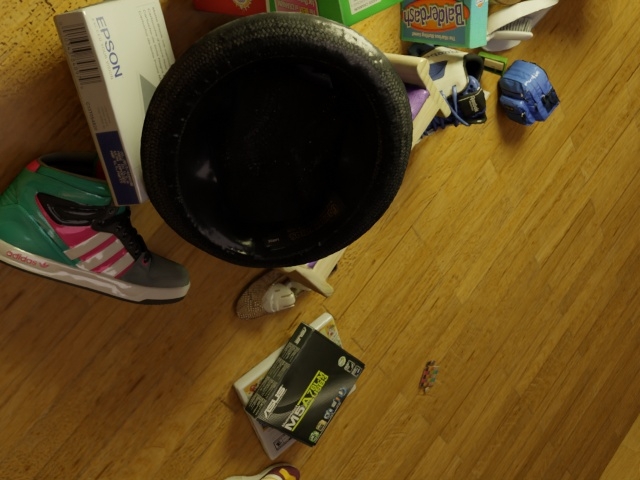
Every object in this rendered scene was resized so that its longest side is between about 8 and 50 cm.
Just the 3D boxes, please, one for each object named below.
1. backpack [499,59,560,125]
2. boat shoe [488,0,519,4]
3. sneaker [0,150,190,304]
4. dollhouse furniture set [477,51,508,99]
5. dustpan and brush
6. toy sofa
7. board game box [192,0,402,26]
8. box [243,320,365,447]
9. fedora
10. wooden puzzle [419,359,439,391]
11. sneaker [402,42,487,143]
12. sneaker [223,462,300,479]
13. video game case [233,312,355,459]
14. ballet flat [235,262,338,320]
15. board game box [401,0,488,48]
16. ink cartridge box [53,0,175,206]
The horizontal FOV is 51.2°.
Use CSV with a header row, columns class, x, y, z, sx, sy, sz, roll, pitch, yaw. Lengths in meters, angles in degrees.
class,x,y,z,sx,sy,sz,roll,pitch,yaw
backpack,0.428,-0.307,1.390,0.101,0.098,0.120,-49,133,-9
boat shoe,0.333,-0.578,1.214,0.105,0.089,0.285,0,107,-14
sneaker,-0.271,-0.031,0.882,0.295,0.124,0.178,22,102,-43
dollhouse furniture set,0.304,-0.295,1.286,0.151,0.058,0.076,-57,160,-29
dustpan and brush,0.335,-0.397,1.276,0.211,0.147,0.060,-5,77,-14
toy sofa,0.015,-0.118,0.971,0.362,0.150,0.177,-56,135,-10
board game box,0.007,-0.353,0.849,0.242,0.316,0.064,-33,127,-26
box,-0.023,0.270,1.236,0.190,0.045,0.184,-56,135,-9
fedora,-0.054,-0.128,0.798,0.334,0.152,0.334,-3,129,-4
wooden puzzle,0.254,0.316,1.560,0.049,0.006,0.083,7,103,-43
sneaker,0.175,-0.229,1.142,0.315,0.182,0.127,-49,131,-15
sneaker,-0.101,0.479,1.263,0.185,0.084,0.069,-1,108,-41
video game case,-0.041,0.278,1.273,0.227,0.026,0.206,-35,128,-24
ballet flat,-0.051,0.075,1.149,0.206,0.067,0.073,-37,129,-24
board game box,0.202,-0.431,1.097,0.047,0.160,0.210,-22,120,-33
ink cartridge box,-0.210,-0.184,0.822,0.224,0.045,0.223,-60,143,-59
